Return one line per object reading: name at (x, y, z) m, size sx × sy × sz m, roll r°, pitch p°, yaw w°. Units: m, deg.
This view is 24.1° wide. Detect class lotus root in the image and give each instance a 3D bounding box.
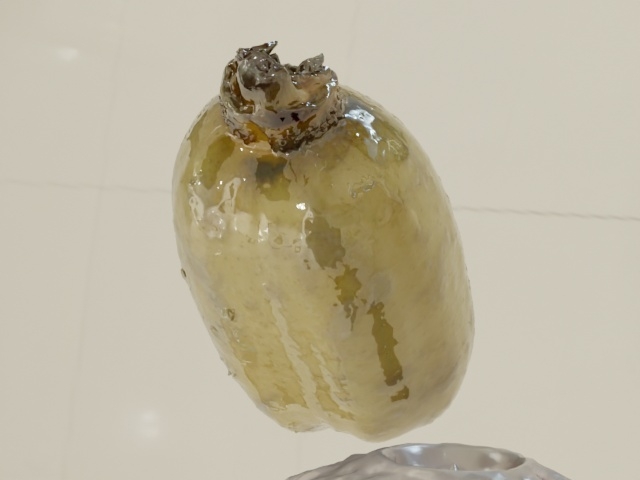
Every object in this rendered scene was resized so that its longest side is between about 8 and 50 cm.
lotus root at (0.000, 0.000, 0.911) m, size 0.169 × 0.342 × 0.151 m, roll 6°, pitch 51°, yaw 21°

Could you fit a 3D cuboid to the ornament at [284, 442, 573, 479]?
ornament at (0.053, 0.205, 0.657) m, size 0.259 × 0.259 × 0.225 m, roll 4°, pitch 93°, yaw 47°
